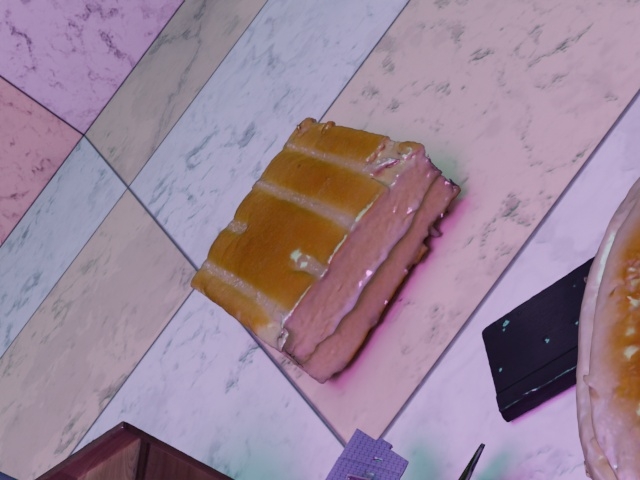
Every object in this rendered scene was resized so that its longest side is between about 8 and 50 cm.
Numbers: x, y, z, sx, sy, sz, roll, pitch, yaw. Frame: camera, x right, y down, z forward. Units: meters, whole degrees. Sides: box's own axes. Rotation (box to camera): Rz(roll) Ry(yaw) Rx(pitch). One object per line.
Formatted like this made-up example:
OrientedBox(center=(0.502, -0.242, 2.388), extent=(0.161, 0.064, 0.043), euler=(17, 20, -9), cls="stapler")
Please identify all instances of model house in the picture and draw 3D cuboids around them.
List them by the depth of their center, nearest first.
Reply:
OrientedBox(center=(0.031, 0.193, 0.618), extent=(0.167, 0.088, 0.117), euler=(-51, -14, -45), cls="model house")

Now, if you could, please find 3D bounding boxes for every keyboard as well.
OrientedBox(center=(0.244, 0.022, 0.655), extent=(0.309, 0.018, 0.101), euler=(-38, 31, 25), cls="keyboard")

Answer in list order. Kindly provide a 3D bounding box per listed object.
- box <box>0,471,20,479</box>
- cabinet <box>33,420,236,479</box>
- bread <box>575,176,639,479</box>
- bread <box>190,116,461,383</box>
OrientedBox(center=(-0.256, 0.317, 0.833), extent=(0.092, 0.245, 0.153), euler=(-14, 48, 46), cls="box")
OrientedBox(center=(-0.118, 0.277, 0.701), extent=(0.148, 0.215, 0.175), euler=(-36, 33, 28), cls="cabinet")
OrientedBox(center=(0.268, 0.047, 0.450), extent=(0.305, 0.158, 0.306), euler=(-40, 31, 30), cls="bread")
OrientedBox(center=(0.000, 0.000, 0.942), extent=(0.239, 0.111, 0.246), euler=(-56, 29, -3), cls="bread")
